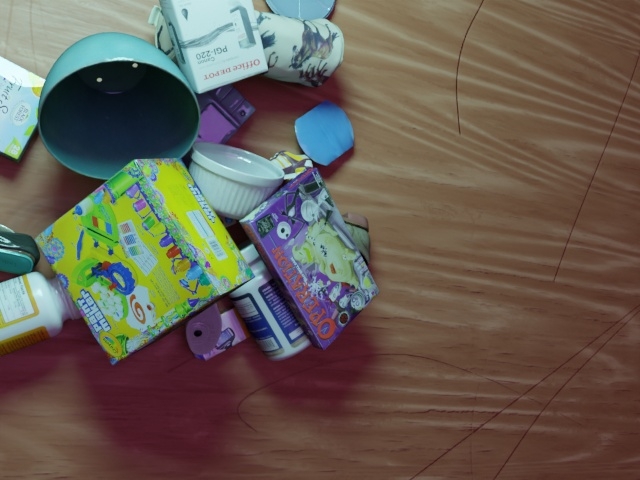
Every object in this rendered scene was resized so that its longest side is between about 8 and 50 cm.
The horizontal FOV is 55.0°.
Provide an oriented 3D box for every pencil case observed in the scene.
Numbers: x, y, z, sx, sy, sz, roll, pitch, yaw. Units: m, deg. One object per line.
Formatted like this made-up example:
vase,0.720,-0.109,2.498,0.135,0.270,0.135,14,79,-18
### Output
pencil case,-0.160,-0.447,1.369,0.410,0.183,0.160,1,110,-32

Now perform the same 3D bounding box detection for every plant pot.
plant pot,-0.396,-0.287,1.198,0.290,0.290,0.195,-3,52,-24

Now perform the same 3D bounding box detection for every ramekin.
ramekin,-0.191,-0.126,1.325,0.207,0.207,0.109,13,110,-23

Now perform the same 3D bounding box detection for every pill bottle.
pill bottle,-0.120,0.130,1.414,0.153,0.153,0.264,-33,103,-21
pill bottle,-0.595,0.143,1.211,0.246,0.136,0.136,-21,98,-23

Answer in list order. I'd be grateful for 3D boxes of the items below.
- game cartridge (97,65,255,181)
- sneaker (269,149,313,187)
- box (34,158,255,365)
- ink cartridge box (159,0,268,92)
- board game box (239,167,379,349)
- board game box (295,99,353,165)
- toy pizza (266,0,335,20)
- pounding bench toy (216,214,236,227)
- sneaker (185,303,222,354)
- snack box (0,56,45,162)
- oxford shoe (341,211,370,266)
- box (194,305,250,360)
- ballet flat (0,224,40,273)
game cartridge,-0.339,-0.250,1.374,0.230,0.068,0.355,45,73,-21
sneaker,-0.110,-0.172,1.477,0.185,0.069,0.084,-3,68,-20
box,-0.339,0.035,1.203,0.279,0.177,0.290,-32,89,17
ink cartridge box,-0.208,-0.414,1.186,0.159,0.092,0.218,-24,122,-20
board game box,-0.012,0.042,1.341,0.208,0.056,0.347,-41,117,-24
board game box,0.005,-0.264,1.533,0.169,0.033,0.133,-40,104,-29
toy pizza,-0.056,-0.626,1.517,0.201,0.032,0.201,1,88,-24
pounding bench toy,-0.238,-0.068,1.411,0.052,0.065,0.083,-25,99,-22
sneaker,-0.270,0.136,1.378,0.079,0.121,0.217,-4,112,-17
snack box,-0.663,-0.280,1.222,0.207,0.070,0.174,26,79,-23
oxford shoe,0.000,0.000,1.427,0.348,0.123,0.130,4,65,-42
box,-0.240,0.218,1.429,0.136,0.028,0.081,-26,100,-20
ballet flat,-0.695,-0.002,1.195,0.280,0.096,0.095,19,126,-32
